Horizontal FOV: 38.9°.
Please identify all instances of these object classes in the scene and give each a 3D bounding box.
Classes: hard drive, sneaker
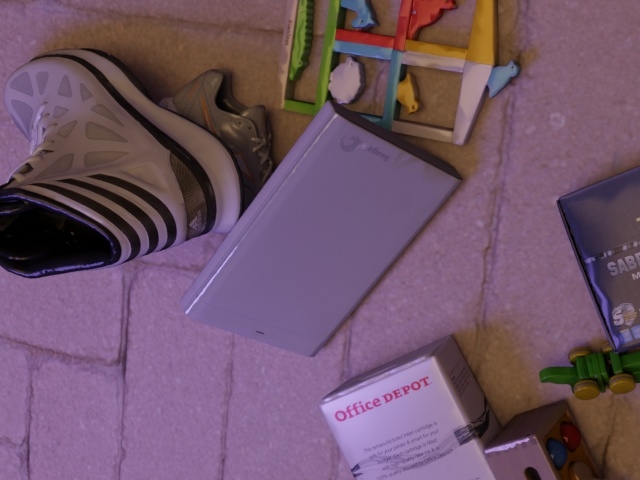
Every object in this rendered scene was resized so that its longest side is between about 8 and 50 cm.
[{"bbox_3d":[0.000,0.000,1.080,0.307,0.203,0.040,-51,37,22],"label":"hard drive"},{"bbox_3d":[-0.325,-0.105,1.090,0.447,0.257,0.169,30,129,36],"label":"sneaker"},{"bbox_3d":[-0.097,-0.103,1.144,0.121,0.099,0.262,-39,85,19],"label":"sneaker"}]

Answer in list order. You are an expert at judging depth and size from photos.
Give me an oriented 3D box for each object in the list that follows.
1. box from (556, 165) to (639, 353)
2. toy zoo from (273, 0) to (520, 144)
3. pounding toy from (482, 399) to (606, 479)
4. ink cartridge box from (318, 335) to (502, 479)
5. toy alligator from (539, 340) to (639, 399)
[{"bbox_3d":[0.394,-0.001,0.965,0.232,0.059,0.184,-22,80,23],"label":"box"},{"bbox_3d":[0.092,-0.226,1.077,0.293,0.030,0.193,13,104,19],"label":"toy zoo"},{"bbox_3d":[0.281,0.268,1.044,0.100,0.130,0.141,-27,87,34],"label":"pounding toy"},{"bbox_3d":[0.132,0.259,1.109,0.172,0.100,0.237,-28,89,24],"label":"ink cartridge box"},{"bbox_3d":[0.348,0.148,1.033,0.189,0.056,0.051,-14,138,17],"label":"toy alligator"}]
